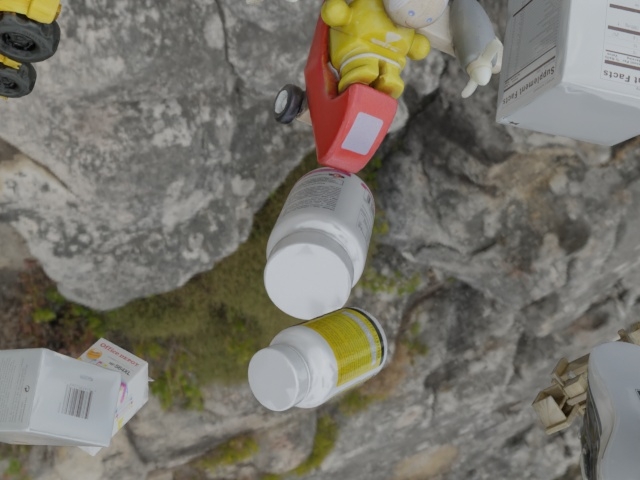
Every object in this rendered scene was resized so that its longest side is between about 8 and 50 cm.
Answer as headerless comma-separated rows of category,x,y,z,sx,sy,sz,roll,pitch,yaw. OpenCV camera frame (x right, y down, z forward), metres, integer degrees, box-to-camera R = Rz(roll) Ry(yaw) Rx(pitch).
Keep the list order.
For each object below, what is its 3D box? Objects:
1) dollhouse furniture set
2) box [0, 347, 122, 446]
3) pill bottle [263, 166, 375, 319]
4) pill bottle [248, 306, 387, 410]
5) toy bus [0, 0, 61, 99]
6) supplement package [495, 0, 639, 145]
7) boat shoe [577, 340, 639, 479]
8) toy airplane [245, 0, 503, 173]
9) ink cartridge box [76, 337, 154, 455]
dollhouse furniture set,0.409,0.200,1.041,0.182,0.101,0.161,-38,175,37
box,-0.345,0.186,0.895,0.170,0.091,0.130,-6,157,27
pill bottle,0.000,0.000,1.266,0.160,0.283,0.160,4,117,8
pill bottle,-0.002,0.094,0.604,0.065,0.065,0.116,-47,161,31
toy bus,-0.395,-0.274,0.837,0.211,0.150,0.220,13,156,-30
supplement package,0.266,-0.231,0.727,0.133,0.244,0.139,9,172,-11
boat shoe,0.270,0.198,0.646,0.108,0.301,0.102,7,112,6
toy airplane,0.082,-0.334,1.060,0.386,0.385,0.272,-35,-164,-27
ink cartridge box,-0.322,0.221,1.123,0.143,0.092,0.090,-48,157,-46
